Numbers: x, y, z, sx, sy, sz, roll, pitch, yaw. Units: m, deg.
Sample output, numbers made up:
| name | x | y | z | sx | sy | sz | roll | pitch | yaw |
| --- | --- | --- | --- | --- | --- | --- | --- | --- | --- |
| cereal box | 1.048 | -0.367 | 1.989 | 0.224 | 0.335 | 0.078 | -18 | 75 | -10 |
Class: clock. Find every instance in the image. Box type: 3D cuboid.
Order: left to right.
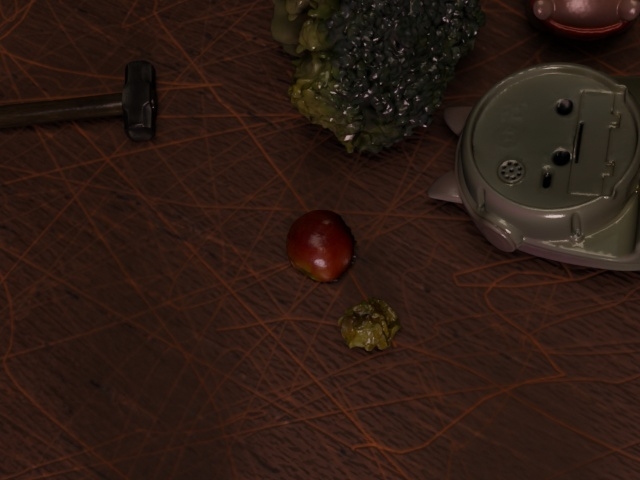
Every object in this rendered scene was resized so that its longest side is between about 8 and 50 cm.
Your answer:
| name | x | y | z | sx | sy | sz | roll | pitch | yaw |
| --- | --- | --- | --- | --- | --- | --- | --- | --- | --- |
| clock | 0.300 | -0.105 | 1.286 | 0.324 | 0.108 | 0.265 | 5 | 68 | 17 |

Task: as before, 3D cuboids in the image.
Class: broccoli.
| name | x | y | z | sx | sy | sz | roll | pitch | yaw |
| --- | --- | --- | --- | --- | --- | --- | --- | --- | --- |
| broccoli | 0.053 | -0.294 | 1.357 | 0.293 | 0.347 | 0.281 | -16 | 23 | -41 |

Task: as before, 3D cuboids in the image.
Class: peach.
| name | x | y | z | sx | sy | sz | roll | pitch | yaw |
| --- | --- | --- | --- | --- | --- | --- | --- | --- | --- |
| peach | 0.000 | 0.001 | 1.314 | 0.098 | 0.061 | 0.098 | -5 | 67 | 12 |

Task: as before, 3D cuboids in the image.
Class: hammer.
| name | x | y | z | sx | sy | sz | roll | pitch | yaw |
| --- | --- | --- | --- | --- | --- | --- | --- | --- | --- |
| hammer | -0.411 | -0.183 | 1.446 | 0.365 | 0.043 | 0.111 | -5 | 67 | 5 |

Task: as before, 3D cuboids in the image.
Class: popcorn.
| name | x | y | z | sx | sy | sz | roll | pitch | yaw |
| --- | --- | --- | --- | --- | --- | --- | --- | --- | --- |
| popcorn | 0.061 | 0.102 | 1.269 | 0.083 | 0.068 | 0.059 | -11 | 109 | -23 |

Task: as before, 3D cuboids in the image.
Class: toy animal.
| name | x | y | z | sx | sy | sz | roll | pitch | yaw |
| --- | --- | --- | --- | --- | --- | --- | --- | --- | --- |
| toy animal | 0.362 | -0.358 | 1.382 | 0.171 | 0.171 | 0.197 | 7 | 61 | 9 |
